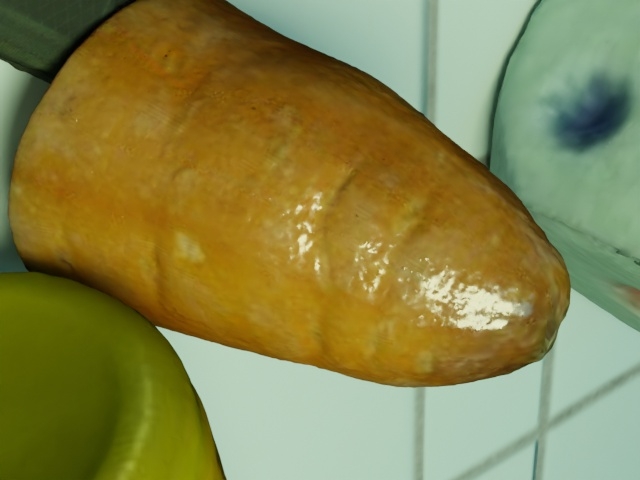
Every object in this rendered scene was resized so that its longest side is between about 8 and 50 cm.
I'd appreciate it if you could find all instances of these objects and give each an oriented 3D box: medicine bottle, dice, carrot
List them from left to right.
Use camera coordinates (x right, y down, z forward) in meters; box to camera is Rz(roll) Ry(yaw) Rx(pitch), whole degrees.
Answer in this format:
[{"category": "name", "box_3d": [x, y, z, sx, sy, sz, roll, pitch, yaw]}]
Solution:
[{"category": "medicine bottle", "box_3d": [-0.124, 0.225, 0.599, 0.224, 0.224, 0.384, -33, 132, -28]}, {"category": "carrot", "box_3d": [0.000, 0.000, 0.588, 0.159, 0.225, 0.159, -49, 156, -31]}, {"category": "dice", "box_3d": [0.288, -0.056, 0.819, 0.268, 0.264, 0.262, 37, 84, -47]}]

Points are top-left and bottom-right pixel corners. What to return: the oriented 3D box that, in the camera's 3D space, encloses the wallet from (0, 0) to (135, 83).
[{"category": "wallet", "box_3d": [-0.103, -0.195, 0.530, 0.168, 0.052, 0.245, 24, 91, -51]}]
